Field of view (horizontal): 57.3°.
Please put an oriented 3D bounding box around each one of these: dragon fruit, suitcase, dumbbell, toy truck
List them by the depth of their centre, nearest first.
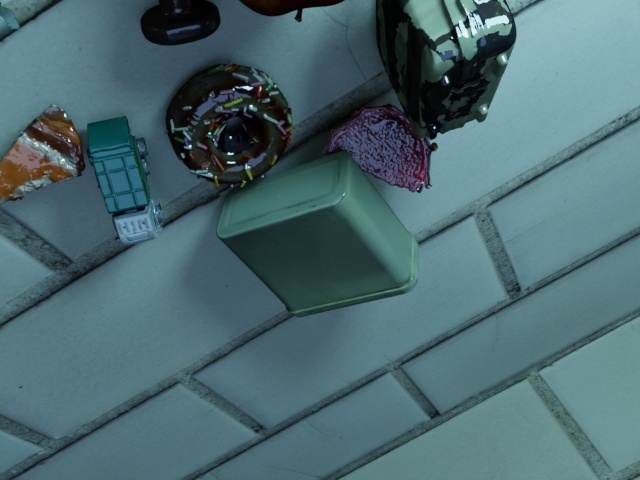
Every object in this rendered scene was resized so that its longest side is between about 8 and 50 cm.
[{"bbox_3d":[-0.251,-0.445,0.956,0.140,0.124,0.226,-14,133,-9],"label":"dumbbell"},{"bbox_3d":[0.206,-0.391,1.049,0.193,0.339,0.351,-20,166,1],"label":"suitcase"},{"bbox_3d":[-0.393,-0.116,1.176,0.114,0.124,0.254,-13,114,-9],"label":"toy truck"},{"bbox_3d":[0.144,-0.227,1.310,0.274,0.126,0.161,20,113,-18],"label":"dragon fruit"}]

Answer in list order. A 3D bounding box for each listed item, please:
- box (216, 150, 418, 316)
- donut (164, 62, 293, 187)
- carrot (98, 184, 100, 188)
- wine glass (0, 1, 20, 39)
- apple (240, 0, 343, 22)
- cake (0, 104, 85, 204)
[{"bbox_3d":[0.000,0.000,1.348,0.351,0.178,0.344,-15,137,27],"label":"box"},{"bbox_3d":[-0.180,-0.226,1.195,0.269,0.103,0.270,-10,131,-12],"label":"donut"},{"bbox_3d":[-0.426,-0.106,1.252,0.093,0.032,0.032,19,121,-28],"label":"carrot"},{"bbox_3d":[-0.604,-0.325,0.941,0.222,0.103,0.103,-26,134,2],"label":"wine glass"},{"bbox_3d":[-0.052,-0.499,0.879,0.288,0.288,0.317,-19,117,-5],"label":"apple"},{"bbox_3d":[-0.571,-0.126,1.129,0.287,0.098,0.135,-36,133,10],"label":"cake"}]
